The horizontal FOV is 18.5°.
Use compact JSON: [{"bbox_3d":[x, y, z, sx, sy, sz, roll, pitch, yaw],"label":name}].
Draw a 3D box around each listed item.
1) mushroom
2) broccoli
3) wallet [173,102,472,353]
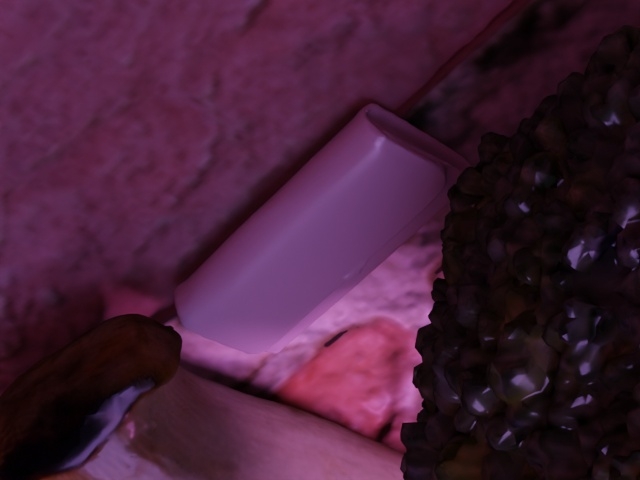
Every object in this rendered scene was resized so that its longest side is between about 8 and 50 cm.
[{"bbox_3d":[-0.002,0.128,0.867,0.107,0.087,0.333,-34,135,31],"label":"mushroom"},{"bbox_3d":[0.160,0.054,0.714,0.245,0.248,0.288,17,127,-17],"label":"broccoli"},{"bbox_3d":[0.000,0.000,0.785,0.061,0.025,0.122,24,124,-38],"label":"wallet"}]
